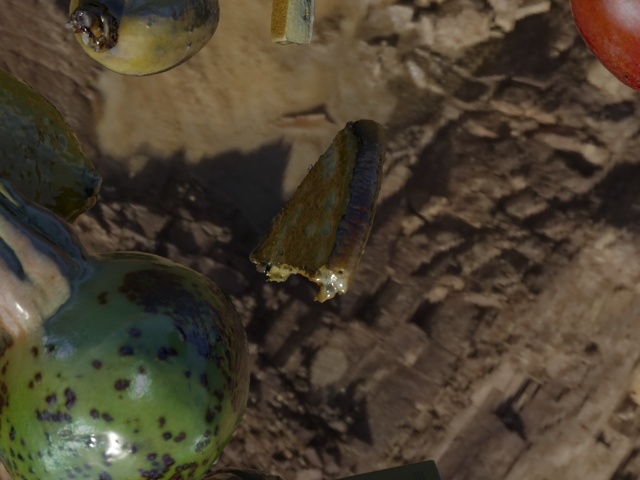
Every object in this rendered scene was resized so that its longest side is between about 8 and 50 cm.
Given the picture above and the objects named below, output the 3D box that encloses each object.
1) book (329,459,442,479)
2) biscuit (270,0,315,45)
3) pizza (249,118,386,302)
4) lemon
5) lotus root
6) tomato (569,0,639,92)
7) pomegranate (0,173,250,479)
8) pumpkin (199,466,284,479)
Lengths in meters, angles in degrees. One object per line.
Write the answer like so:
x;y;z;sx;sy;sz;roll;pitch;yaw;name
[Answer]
0.044;0.514;2.033;0.389;0.269;0.032;-9;133;-6;book
-0.035;-0.382;1.780;0.056;0.052;0.188;8;86;-37;biscuit
0.000;0.000;1.587;0.074;0.251;0.287;27;123;-19;pizza
-0.303;-0.059;0.993;0.244;0.187;0.187;9;102;-7;lemon
-0.252;-0.307;1.649;0.169;0.342;0.151;44;117;-1;lotus root
0.218;-0.159;0.785;0.173;0.189;0.099;11;139;-37;tomato
-0.170;0.070;0.924;0.204;0.222;0.276;-21;96;-44;pomegranate
-0.066;0.422;1.619;0.139;0.317;0.221;1;112;-56;pumpkin
